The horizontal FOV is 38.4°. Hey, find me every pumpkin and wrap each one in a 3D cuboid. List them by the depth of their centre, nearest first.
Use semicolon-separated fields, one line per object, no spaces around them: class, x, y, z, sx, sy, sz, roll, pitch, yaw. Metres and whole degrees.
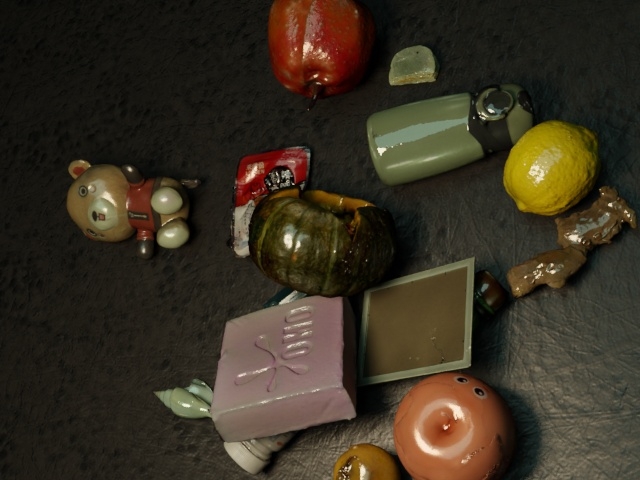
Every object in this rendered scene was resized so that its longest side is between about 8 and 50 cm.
pumpkin;0.000;0.000;1.904;0.320;0.320;0.192;20;107;27

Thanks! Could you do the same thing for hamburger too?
hamburger;0.209;-0.401;2.081;0.121;0.054;0.084;-7;73;29

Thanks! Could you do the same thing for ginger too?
ginger;0.487;0.011;1.811;0.290;0.084;0.122;-42;67;7

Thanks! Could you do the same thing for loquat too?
loquat;0.092;0.468;1.807;0.141;0.141;0.141;-7;71;21

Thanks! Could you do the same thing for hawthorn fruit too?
hawthorn fruit;-0.006;-0.426;2.063;0.254;0.254;0.300;0;62;23

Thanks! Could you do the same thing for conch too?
conch;-0.294;0.359;2.053;0.180;0.088;0.065;14;123;20

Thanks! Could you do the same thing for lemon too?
lemon;0.460;-0.143;1.824;0.180;0.180;0.193;22;103;27

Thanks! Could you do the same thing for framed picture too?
framed picture;0.192;0.169;1.848;0.293;0.018;0.231;-18;54;42

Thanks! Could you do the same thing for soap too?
soap;-0.069;0.257;1.877;0.285;0.107;0.296;-17;33;12

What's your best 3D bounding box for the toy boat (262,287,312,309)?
toy boat;-0.060;0.126;2.025;0.141;0.060;0.055;-38;62;-1

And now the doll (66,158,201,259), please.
doll;-0.449;-0.089;2.194;0.329;0.235;0.174;5;33;16

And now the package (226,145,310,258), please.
package;-0.122;-0.087;2.118;0.194;0.071;0.270;-1;62;16

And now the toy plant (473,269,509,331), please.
toy plant;0.297;0.136;1.848;0.162;0.093;0.093;-43;62;5

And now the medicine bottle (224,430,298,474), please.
medicine bottle;-0.112;0.398;1.932;0.168;0.105;0.105;-47;62;3

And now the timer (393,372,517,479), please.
timer;0.252;0.364;1.725;0.229;0.215;0.230;-7;70;21

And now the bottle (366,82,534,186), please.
bottle;0.277;-0.232;1.935;0.346;0.168;0.169;-15;68;15
